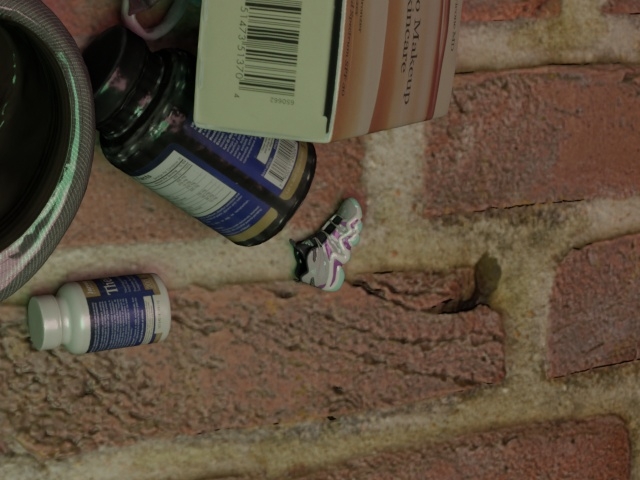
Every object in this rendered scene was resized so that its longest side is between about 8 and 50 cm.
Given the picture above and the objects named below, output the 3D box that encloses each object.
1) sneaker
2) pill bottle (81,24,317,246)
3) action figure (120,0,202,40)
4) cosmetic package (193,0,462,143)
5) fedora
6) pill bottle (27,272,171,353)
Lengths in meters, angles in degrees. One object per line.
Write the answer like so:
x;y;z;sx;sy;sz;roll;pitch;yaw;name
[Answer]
0.000;0.000;1.462;0.069;0.038;0.098;13;95;-31;sneaker
-0.119;-0.096;1.326;0.219;0.123;0.123;34;84;-30;pill bottle
-0.221;-0.363;1.203;0.370;0.275;0.248;24;73;-12;action figure
0.016;-0.175;1.288;0.296;0.129;0.153;-24;121;-65;cosmetic package
-0.316;-0.088;1.217;0.243;0.124;0.275;11;101;-29;fedora
-0.203;0.068;1.350;0.120;0.067;0.067;-7;105;-28;pill bottle
